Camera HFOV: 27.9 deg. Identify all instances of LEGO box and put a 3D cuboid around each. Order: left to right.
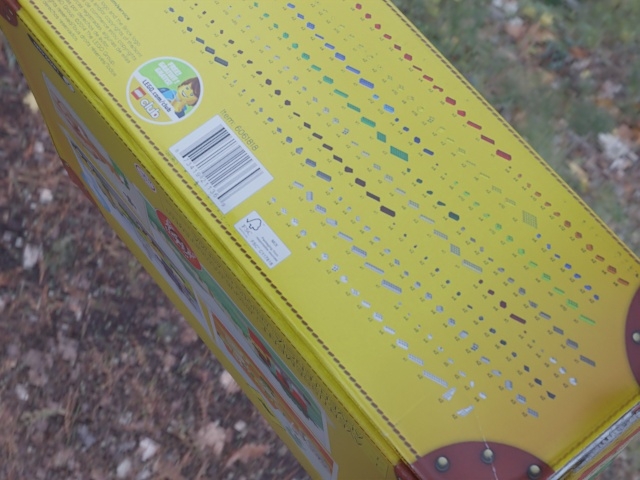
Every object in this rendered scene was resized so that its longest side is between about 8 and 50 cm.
[{"bbox_3d":[0.000,0.000,0.935,0.193,0.372,0.500,-37,73,-13],"label":"LEGO box"}]
